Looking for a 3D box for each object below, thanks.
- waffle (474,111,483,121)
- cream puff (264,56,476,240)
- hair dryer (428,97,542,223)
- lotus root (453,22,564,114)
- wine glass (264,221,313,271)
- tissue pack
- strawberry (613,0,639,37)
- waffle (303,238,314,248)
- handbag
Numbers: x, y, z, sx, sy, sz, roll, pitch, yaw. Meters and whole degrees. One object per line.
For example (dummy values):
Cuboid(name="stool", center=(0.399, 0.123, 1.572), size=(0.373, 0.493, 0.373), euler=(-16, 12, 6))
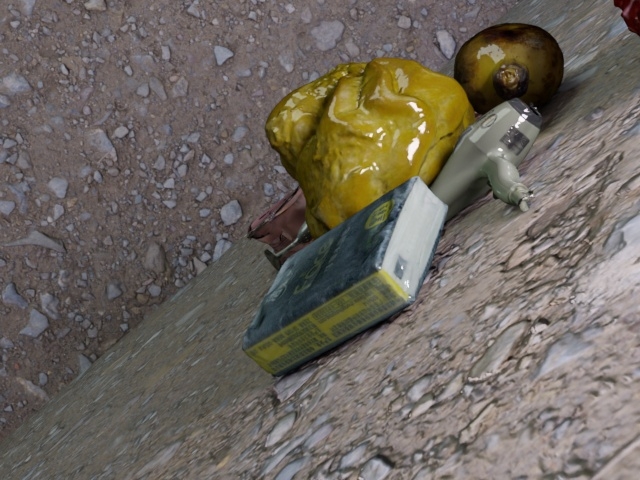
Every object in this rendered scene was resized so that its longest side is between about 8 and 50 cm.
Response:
Cuboid(name="waffle", center=(0.211, -0.177, 1.501), size=(0.221, 0.055, 0.234), euler=(-52, 23, -25))
Cuboid(name="cream puff", center=(0.066, -0.153, 1.220), size=(0.323, 0.270, 0.274), euler=(-45, -7, -25))
Cuboid(name="hair dryer", center=(0.188, -0.056, 1.056), size=(0.219, 0.088, 0.224), euler=(-43, 20, 38))
Cuboid(name="lotus root", center=(0.293, -0.267, 1.299), size=(0.170, 0.141, 0.314), euler=(-9, 10, 8))
Cuboid(name="wine glass", center=(-0.023, -0.015, 1.739), size=(0.198, 0.066, 0.066), euler=(-38, 7, -18))
Cuboid(name="tissue pack", center=(0.031, 0.050, 1.039), size=(0.257, 0.081, 0.185), euler=(-34, 19, 40))
Cuboid(name="strawberry", center=(0.428, -0.341, 0.895), size=(0.274, 0.220, 0.274), euler=(-40, 4, 3))
Cuboid(name="waffle", center=(0.000, 0.000, 1.679), size=(0.075, 0.029, 0.083), euler=(-40, 3, -21))
Cuboid(name="handbag", center=(-0.067, -0.034, 1.860), size=(0.179, 0.116, 0.205), euler=(-42, 10, 0))
